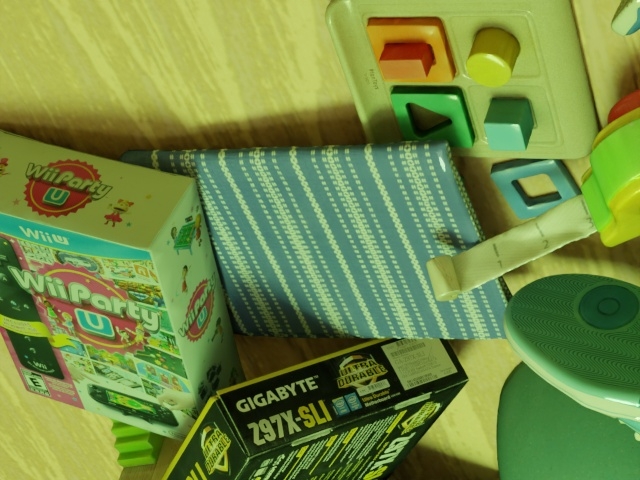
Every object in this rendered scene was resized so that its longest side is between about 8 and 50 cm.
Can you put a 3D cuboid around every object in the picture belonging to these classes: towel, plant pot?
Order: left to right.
[{"bbox_3d":[0.000,0.000,1.602,0.336,0.040,0.243,0,136,29],"label":"towel"},{"bbox_3d":[0.300,0.254,1.695,0.290,0.195,0.290,9,140,8],"label":"plant pot"}]

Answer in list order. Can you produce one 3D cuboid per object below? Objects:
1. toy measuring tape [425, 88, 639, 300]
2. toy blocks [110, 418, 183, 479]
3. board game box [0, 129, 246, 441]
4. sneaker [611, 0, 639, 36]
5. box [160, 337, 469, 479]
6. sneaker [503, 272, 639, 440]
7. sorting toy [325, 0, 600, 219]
[{"bbox_3d":[0.217,-0.039,1.407,0.330,0.121,0.121,-24,128,20],"label":"toy measuring tape"},{"bbox_3d":[-0.127,0.395,1.959,0.190,0.261,0.381,-11,133,30],"label":"toy blocks"},{"bbox_3d":[-0.206,0.049,1.674,0.224,0.097,0.303,14,142,22],"label":"board game box"},{"bbox_3d":[0.282,-0.185,1.290,0.084,0.058,0.152,33,132,-7],"label":"sneaker"},{"bbox_3d":[-0.030,0.220,1.748,0.079,0.257,0.322,58,146,21],"label":"box"},{"bbox_3d":[0.301,0.162,1.531,0.319,0.127,0.208,25,148,27],"label":"sneaker"},{"bbox_3d":[0.114,-0.124,1.430,0.196,0.047,0.348,-1,137,21],"label":"sorting toy"}]
